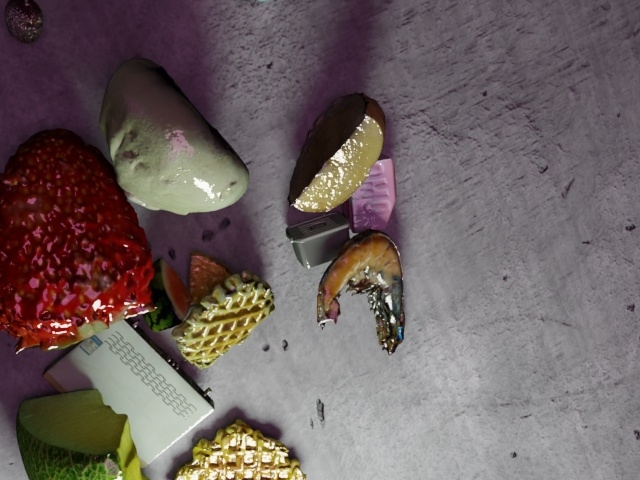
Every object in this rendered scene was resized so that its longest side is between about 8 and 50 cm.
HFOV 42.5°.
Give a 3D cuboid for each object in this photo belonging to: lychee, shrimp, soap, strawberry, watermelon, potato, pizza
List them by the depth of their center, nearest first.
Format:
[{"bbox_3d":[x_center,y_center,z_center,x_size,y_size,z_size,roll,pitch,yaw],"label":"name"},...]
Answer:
[{"bbox_3d":[-0.434,0.002,1.341,0.292,0.292,0.344,-23,104,-11],"label":"strawberry"},{"bbox_3d":[-0.490,-0.369,1.363,0.068,0.067,0.083,24,119,7],"label":"lychee"},{"bbox_3d":[-0.276,0.098,1.511,0.094,0.125,0.135,0,83,-33],"label":"watermelon"},{"bbox_3d":[0.035,-0.166,1.529,0.098,0.138,0.243,27,117,-31],"label":"potato"},{"bbox_3d":[-0.221,0.080,1.553,0.123,0.026,0.109,39,97,-22],"label":"pizza"},{"bbox_3d":[0.083,0.127,1.592,0.222,0.054,0.290,-34,123,-31],"label":"shrimp"},{"bbox_3d":[0.095,-0.096,1.595,0.100,0.056,0.149,-8,103,-17],"label":"soap"}]

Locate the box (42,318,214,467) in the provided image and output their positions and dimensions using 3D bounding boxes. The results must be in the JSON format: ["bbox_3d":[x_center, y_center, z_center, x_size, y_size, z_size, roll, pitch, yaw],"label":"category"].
[{"bbox_3d":[-0.350,0.273,1.530,0.211,0.045,0.270,-41,108,5],"label":"box"}]

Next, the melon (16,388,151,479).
[{"bbox_3d":[-0.378,0.444,1.460,0.226,0.331,0.344,-32,118,-47],"label":"melon"}]

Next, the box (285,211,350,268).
[{"bbox_3d":[0.000,0.000,1.575,0.122,0.084,0.069,-18,115,-12],"label":"box"}]

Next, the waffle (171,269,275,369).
[{"bbox_3d":[-0.172,0.146,1.506,0.207,0.054,0.214,-38,153,-11],"label":"waffle"}]

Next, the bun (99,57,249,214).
[{"bbox_3d":[-0.262,-0.149,1.366,0.187,0.293,0.293,-38,108,0],"label":"bun"}]

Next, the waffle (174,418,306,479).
[{"bbox_3d":[-0.163,0.489,1.635,0.245,0.052,0.254,-46,108,-2],"label":"waffle"}]
